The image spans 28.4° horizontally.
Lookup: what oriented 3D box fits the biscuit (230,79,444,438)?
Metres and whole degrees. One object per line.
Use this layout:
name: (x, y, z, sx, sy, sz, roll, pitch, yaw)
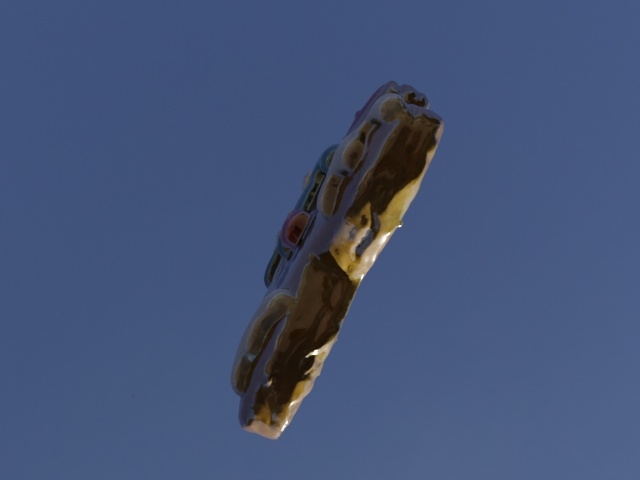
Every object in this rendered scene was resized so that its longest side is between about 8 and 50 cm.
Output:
biscuit: (0.000, 0.000, 0.699, 0.049, 0.301, 0.197, 30, -82, -3)
